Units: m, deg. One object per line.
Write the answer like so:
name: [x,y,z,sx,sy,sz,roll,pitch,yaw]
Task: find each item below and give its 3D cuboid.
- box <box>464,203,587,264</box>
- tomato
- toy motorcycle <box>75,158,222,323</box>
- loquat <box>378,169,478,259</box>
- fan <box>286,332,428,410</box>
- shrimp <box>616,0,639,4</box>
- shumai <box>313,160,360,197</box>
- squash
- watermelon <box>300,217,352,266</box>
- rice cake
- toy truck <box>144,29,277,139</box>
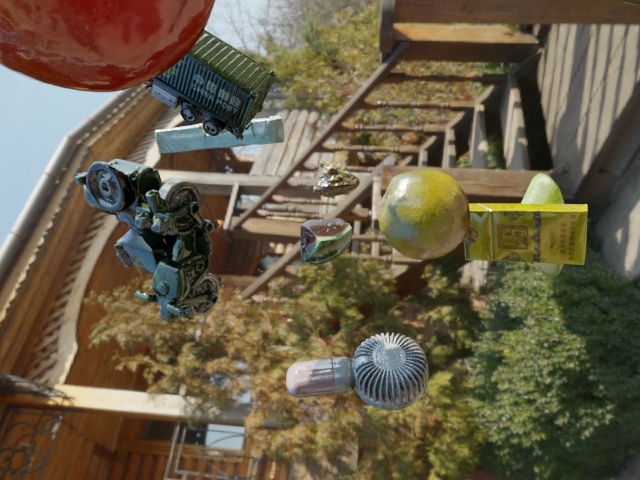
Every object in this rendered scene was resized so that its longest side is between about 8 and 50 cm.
box: [0.495,-0.017,1.248,0.041,0.278,0.153,-57,-39,-48]
tomato: [-0.277,-0.333,0.563,0.324,0.293,0.290,-7,-48,-43]
toy motorcycle: [-0.260,0.000,0.783,0.127,0.205,0.276,-45,-39,-47]
loquat: [0.261,-0.053,1.202,0.213,0.245,0.214,-157,90,-88]
fan: [0.062,0.228,0.875,0.130,0.244,0.074,-93,-4,-51]
shrimp: [0.175,-0.202,0.323,0.150,0.248,0.068,50,135,28]
shumai: [0.054,-0.187,1.595,0.123,0.139,0.105,30,-108,-78]
squash: [0.627,-0.057,1.381,0.252,0.169,0.093,-57,11,-24]
watermelon: [0.005,0.002,0.796,0.092,0.084,0.072,121,142,-51]
rice cake: [-0.241,-0.252,1.222,0.063,0.335,0.066,-51,-44,-63]
toy truck: [-0.212,-0.266,0.797,0.121,0.259,0.088,-55,6,47]
